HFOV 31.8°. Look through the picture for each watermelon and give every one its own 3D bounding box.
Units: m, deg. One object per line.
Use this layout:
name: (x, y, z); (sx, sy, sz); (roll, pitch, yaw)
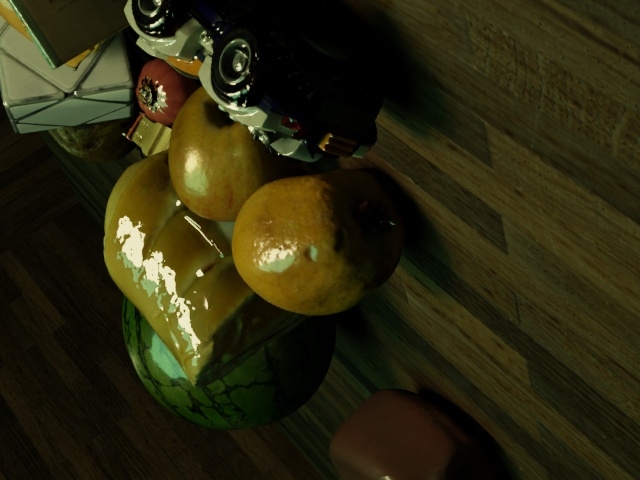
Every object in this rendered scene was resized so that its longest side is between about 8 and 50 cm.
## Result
watermelon: (-0.145, 0.128, 1.804); (0.363, 0.363, 0.363); (49, 165, 18)

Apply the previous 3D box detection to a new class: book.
book: (-0.355, -0.400, 1.514); (0.025, 0.215, 0.282); (-4, 119, 57)

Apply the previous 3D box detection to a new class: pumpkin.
pumpkin: (-0.438, -0.245, 2.065); (0.232, 0.242, 0.325); (62, 171, 6)

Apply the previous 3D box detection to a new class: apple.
apple: (-0.110, -0.120, 1.427); (0.182, 0.182, 0.155); (47, 155, 25)

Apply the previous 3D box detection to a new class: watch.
watch: (-0.241, -0.157, 1.866); (0.165, 0.102, 0.268); (27, -174, -40)

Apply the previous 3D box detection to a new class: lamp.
lamp: (-0.238, -0.232, 1.743); (0.107, 0.092, 0.107); (15, 115, 35)

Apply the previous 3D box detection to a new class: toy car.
toy car: (-0.068, -0.174, 1.128); (0.193, 0.118, 0.301); (11, -153, -49)

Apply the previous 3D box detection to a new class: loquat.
loquat: (0.000, 0.000, 1.328); (0.234, 0.187, 0.176); (-11, 105, 42)

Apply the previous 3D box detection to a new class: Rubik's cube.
Rubik's cube: (-0.416, -0.302, 1.809); (0.205, 0.207, 0.205); (145, 116, -76)

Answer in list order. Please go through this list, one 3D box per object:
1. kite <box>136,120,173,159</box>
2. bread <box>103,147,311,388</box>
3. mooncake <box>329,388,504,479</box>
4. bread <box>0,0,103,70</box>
kite: (-0.284, -0.179, 2.005); (0.183, 0.010, 0.160); (-11, -80, -68)
bread: (-0.148, -0.012, 1.571); (0.341, 0.300, 0.210); (52, 160, 21)
mooncake: (0.168, 0.367, 1.668); (0.326, 0.174, 0.334); (48, 162, 10)
bread: (-0.400, -0.390, 1.634); (0.262, 0.204, 0.162); (49, -168, 12)
